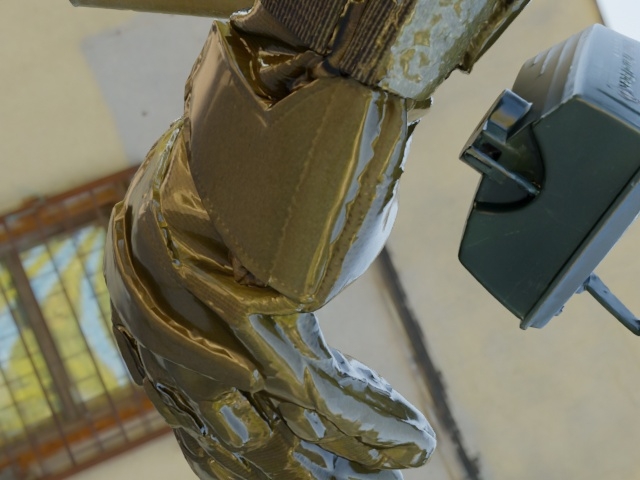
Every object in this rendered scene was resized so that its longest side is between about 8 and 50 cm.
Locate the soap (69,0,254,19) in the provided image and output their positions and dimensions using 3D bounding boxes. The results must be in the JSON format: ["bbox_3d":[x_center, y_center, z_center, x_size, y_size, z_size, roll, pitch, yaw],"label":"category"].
[{"bbox_3d":[-0.057,-0.238,0.951,0.274,0.089,0.173,10,-65,28],"label":"soap"}]

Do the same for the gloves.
[{"bbox_3d":[-0.013,0.000,0.565,0.154,0.141,0.331,51,-45,35],"label":"gloves"}]

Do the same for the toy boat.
[{"bbox_3d":[0.119,-0.039,0.594,0.103,0.093,0.246,34,23,0],"label":"toy boat"}]
